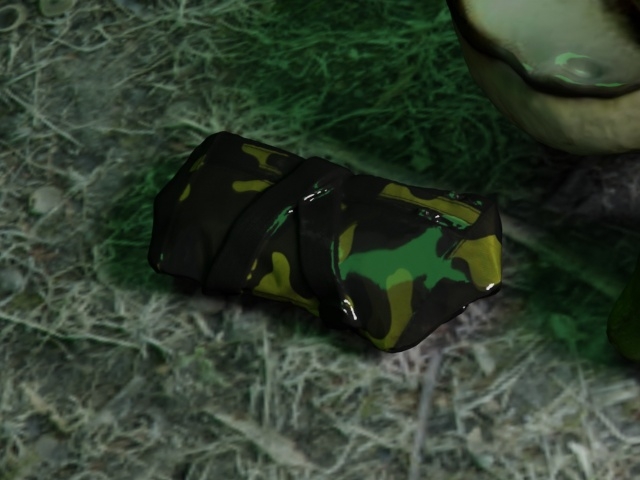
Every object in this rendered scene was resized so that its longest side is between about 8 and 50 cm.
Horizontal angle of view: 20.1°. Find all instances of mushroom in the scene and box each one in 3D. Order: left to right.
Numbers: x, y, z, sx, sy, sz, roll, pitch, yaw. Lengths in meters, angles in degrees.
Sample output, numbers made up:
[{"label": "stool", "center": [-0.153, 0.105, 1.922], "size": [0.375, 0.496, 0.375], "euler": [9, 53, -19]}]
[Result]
[{"label": "mushroom", "center": [0.179, -0.135, 1.020], "size": [0.190, 0.164, 0.267], "euler": [-13, 49, 14]}]

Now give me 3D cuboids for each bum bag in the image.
[{"label": "bum bag", "center": [0.000, 0.000, 1.029], "size": [0.232, 0.060, 0.106], "euler": [16, 65, 34]}]

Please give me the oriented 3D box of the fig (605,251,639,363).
[{"label": "fig", "center": [0.213, 0.013, 0.911], "size": [0.156, 0.123, 0.123], "euler": [-31, 32, 43]}]
